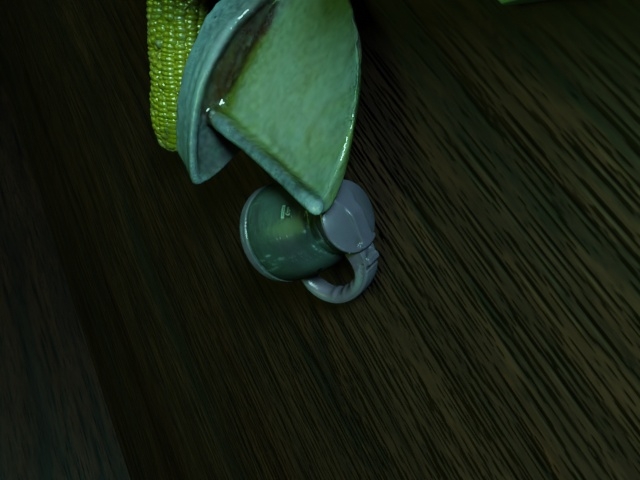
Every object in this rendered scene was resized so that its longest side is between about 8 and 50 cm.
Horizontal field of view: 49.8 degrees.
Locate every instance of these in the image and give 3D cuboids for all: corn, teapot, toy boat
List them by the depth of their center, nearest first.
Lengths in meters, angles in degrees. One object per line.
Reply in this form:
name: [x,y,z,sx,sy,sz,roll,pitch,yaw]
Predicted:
teapot: [-0.008,-0.001,0.760,0.146,0.116,0.148,-13,83,48]
toy boat: [-0.043,-0.178,0.761,0.294,0.111,0.275,16,90,43]
corn: [-0.215,-0.272,1.033,0.101,0.101,0.291,42,132,46]

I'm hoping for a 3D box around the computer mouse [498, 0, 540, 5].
computer mouse: [0.162,-0.202,0.502,0.110,0.032,0.055,-153,58,-64]
